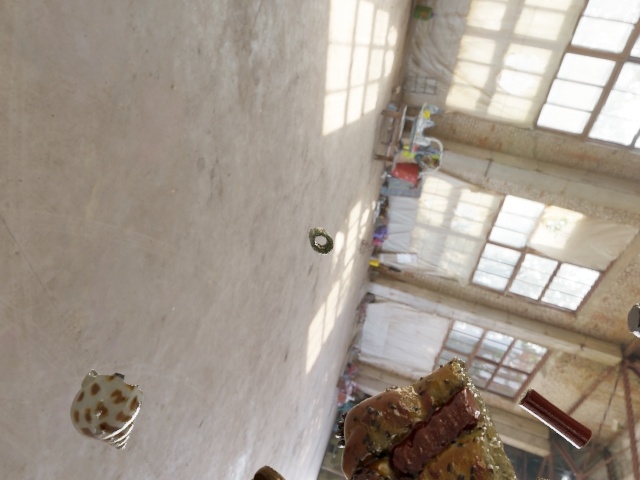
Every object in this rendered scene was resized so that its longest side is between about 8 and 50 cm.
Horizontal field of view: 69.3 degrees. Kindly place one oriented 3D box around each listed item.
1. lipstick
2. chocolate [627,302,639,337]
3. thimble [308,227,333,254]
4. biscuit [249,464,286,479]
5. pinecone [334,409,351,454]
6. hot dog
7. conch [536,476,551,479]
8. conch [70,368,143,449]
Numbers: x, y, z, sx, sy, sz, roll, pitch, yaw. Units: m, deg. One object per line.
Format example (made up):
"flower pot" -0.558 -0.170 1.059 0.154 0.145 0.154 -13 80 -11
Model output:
"lipstick" 0.813 0.615 1.613 0.080 0.241 0.080 -48 163 -20
"chocolate" 1.054 0.251 1.459 0.127 0.132 0.124 63 37 -62
"thimble" 0.000 0.000 1.785 0.084 0.110 0.062 -45 -156 11
"biscuit" -0.100 0.771 1.307 0.049 0.273 0.257 -21 152 -40
"pinecone" 0.172 0.755 1.704 0.246 0.292 0.247 -34 146 -28
"hot dog" 0.217 0.488 1.058 0.196 0.365 0.368 48 18 -32
"conch" 0.634 0.772 1.286 0.178 0.162 0.246 -48 126 -40
"conch" -0.580 0.470 1.265 0.275 0.182 0.149 78 22 -50
